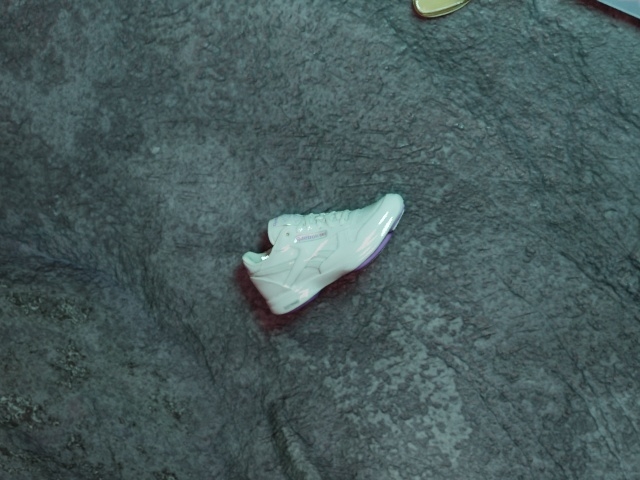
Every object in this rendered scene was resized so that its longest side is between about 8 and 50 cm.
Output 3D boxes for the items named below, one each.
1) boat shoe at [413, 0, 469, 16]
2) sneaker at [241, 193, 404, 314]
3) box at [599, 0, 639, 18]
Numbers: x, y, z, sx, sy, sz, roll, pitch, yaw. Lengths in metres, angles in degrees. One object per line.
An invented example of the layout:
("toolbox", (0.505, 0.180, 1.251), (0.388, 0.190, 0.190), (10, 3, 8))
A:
("boat shoe", (0.228, -0.406, 1.816), (0.190, 0.072, 0.068), (-29, 100, 17))
("sneaker", (0.000, 0.000, 1.959), (0.305, 0.114, 0.152), (-35, 99, 18))
("box", (0.454, -0.452, 1.769), (0.232, 0.059, 0.183), (25, 110, 2))
